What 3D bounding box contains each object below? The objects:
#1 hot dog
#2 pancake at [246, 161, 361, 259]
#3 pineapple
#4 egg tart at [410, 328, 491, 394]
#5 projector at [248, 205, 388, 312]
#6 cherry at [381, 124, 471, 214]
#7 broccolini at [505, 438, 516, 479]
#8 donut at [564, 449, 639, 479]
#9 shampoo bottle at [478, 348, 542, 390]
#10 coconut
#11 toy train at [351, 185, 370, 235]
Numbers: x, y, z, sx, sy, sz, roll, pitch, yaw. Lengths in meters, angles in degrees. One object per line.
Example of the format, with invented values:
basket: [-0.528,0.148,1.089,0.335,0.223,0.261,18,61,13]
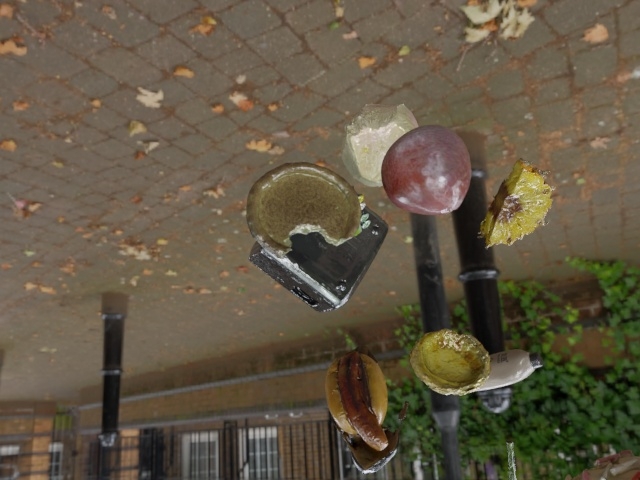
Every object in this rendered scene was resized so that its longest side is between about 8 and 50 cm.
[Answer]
hot dog: [0.106,0.394,1.504,0.194,0.326,0.107,-28,136,-5]
pancake: [-0.042,-0.074,1.496,0.288,0.286,0.033,26,154,0]
pineapple: [0.476,-0.076,1.395,0.135,0.080,0.233,9,128,-18]
egg tart: [0.328,0.319,1.518,0.212,0.213,0.090,-2,127,-5]
projector: [0.000,0.000,2.242,0.395,0.405,0.242,37,157,-10]
cherry: [0.299,-0.190,1.678,0.261,0.308,0.221,-37,133,18]
broccolini: [0.407,0.522,1.272,0.042,0.218,0.044,-8,-160,12]
donut: [0.493,0.529,0.921,0.142,0.383,0.382,2,161,-17]
shampoo bottle: [0.507,0.371,1.703,0.256,0.078,0.127,-22,-165,28]
coconut: [0.219,-0.365,2.187,0.297,0.298,0.310,-7,-158,10]
toy train: [0.092,-0.082,1.731,0.081,0.060,0.202,-39,151,-9]
